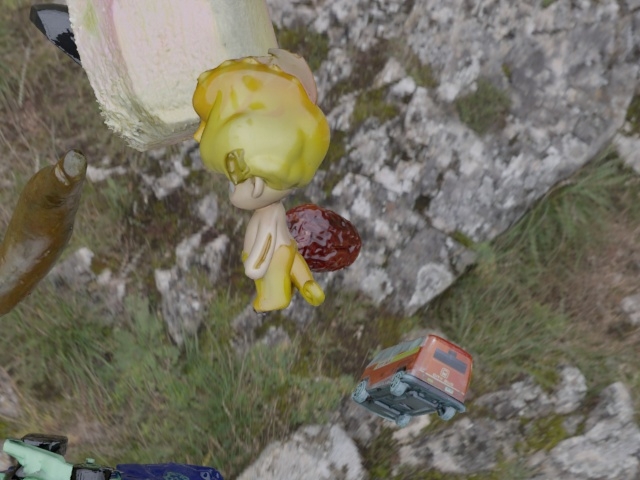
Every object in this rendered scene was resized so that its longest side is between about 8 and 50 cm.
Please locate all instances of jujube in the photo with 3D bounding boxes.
[{"bbox_3d":[0.000,0.000,1.922,0.112,0.176,0.109,-36,56,28],"label":"jujube"}]

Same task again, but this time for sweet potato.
[{"bbox_3d":[-0.341,-0.021,1.352,0.079,0.346,0.108,21,45,-18],"label":"sweet potato"}]

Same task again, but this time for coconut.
[{"bbox_3d":[-0.168,-0.239,1.231,0.233,0.233,0.245,-21,93,-10],"label":"coconut"}]

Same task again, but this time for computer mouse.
[{"bbox_3d":[-0.280,-0.238,1.345,0.172,0.099,0.057,41,90,-13],"label":"computer mouse"}]

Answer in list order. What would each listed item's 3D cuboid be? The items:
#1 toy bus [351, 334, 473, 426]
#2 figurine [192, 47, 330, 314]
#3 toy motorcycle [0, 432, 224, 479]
[{"bbox_3d":[0.154,0.238,1.862,0.121,0.265,0.120,29,68,-12],"label":"toy bus"},{"bbox_3d":[-0.052,-0.058,1.045,0.131,0.156,0.246,-5,105,6],"label":"figurine"},{"bbox_3d":[-0.241,0.326,1.369,0.331,0.196,0.125,8,88,3],"label":"toy motorcycle"}]
